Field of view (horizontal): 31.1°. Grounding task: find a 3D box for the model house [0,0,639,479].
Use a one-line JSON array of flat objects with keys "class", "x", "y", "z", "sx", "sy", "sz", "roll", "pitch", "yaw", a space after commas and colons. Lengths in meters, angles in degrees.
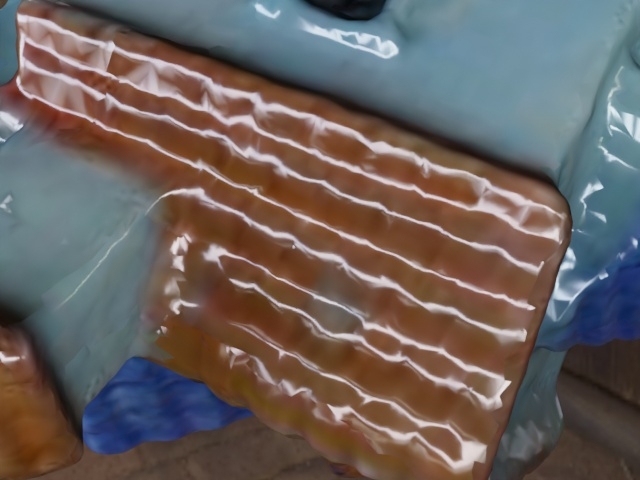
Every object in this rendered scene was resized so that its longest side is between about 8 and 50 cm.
[{"class": "model house", "x": 0.000, "y": 0.000, "z": 0.438, "sx": 0.295, "sy": 0.251, "sz": 0.329, "roll": 22, "pitch": 56, "yaw": 20}]
